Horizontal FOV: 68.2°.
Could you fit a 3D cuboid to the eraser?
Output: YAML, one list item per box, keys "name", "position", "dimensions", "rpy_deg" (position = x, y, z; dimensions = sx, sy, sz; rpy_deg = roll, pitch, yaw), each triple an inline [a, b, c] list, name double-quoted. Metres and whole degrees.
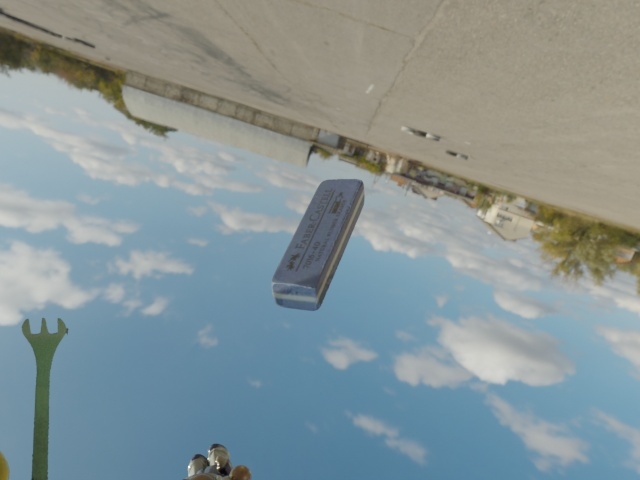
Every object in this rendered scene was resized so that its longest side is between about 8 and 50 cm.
- name: "eraser"
  position: [0.000, 0.000, 0.717]
  dimensions: [0.082, 0.224, 0.036]
  rpy_deg: [4, 145, 33]

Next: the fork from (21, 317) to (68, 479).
- name: "fork"
  position: [-0.226, 0.131, 0.389]
  dimensions: [0.039, 0.021, 0.235]
  rpy_deg: [2, -150, -31]

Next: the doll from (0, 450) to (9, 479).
- name: "doll"
  position: [-0.573, 0.342, 0.594]
  dimensions: [0.311, 0.242, 0.159]
  rpy_deg: [11, -147, -50]

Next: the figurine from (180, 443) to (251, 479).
- name: "figurine"
  position: [-0.213, 0.456, 0.811]
  dimensions: [0.194, 0.133, 0.274]
  rpy_deg: [-26, -177, -27]
